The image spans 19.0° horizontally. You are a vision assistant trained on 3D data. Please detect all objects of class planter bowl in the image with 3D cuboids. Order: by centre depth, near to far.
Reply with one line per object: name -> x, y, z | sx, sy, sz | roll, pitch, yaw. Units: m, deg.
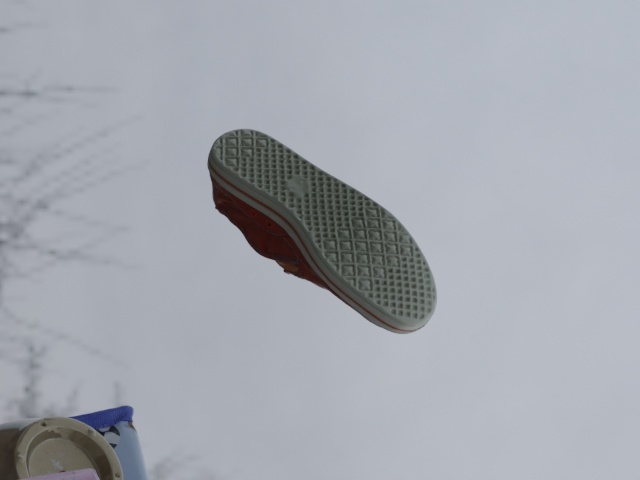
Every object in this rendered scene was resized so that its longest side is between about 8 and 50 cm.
planter bowl -> -0.225, 0.209, 1.547 | 0.109, 0.162, 0.162 | -47, -131, 42

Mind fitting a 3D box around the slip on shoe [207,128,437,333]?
slip on shoe -> 0.000, 0.000, 2.138 | 0.331, 0.123, 0.101 | 37, -38, 26

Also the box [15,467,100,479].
box -> -0.130, 0.260, 0.897 | 0.213, 0.117, 0.243 | -144, -133, -72

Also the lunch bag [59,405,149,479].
lunch bag -> -0.281, 0.389, 1.904 | 0.385, 0.239, 0.327 | -47, -124, 48
